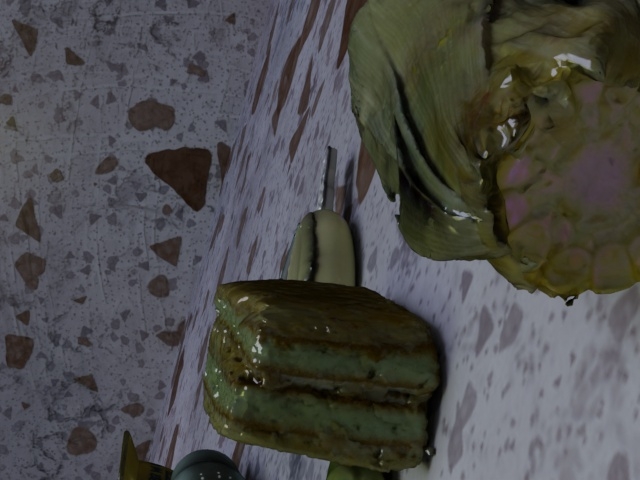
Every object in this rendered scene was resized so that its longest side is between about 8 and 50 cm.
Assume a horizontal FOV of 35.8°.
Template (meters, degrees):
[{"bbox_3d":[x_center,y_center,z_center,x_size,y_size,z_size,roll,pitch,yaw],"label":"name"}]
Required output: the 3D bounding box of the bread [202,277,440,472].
[{"bbox_3d":[-0.005,0.085,0.679,0.196,0.138,0.102,-157,71,-79],"label":"bread"}]

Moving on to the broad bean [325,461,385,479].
[{"bbox_3d":[0.021,0.170,0.678,0.083,0.045,0.063,157,115,-86],"label":"broad bean"}]

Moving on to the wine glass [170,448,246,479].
[{"bbox_3d":[-0.123,0.294,1.097,0.231,0.103,0.103,161,123,-82],"label":"wine glass"}]

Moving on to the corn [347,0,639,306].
[{"bbox_3d":[0.080,-0.071,0.469,0.305,0.123,0.122,-106,7,-69],"label":"corn"}]

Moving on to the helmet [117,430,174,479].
[{"bbox_3d":[-0.199,0.379,1.263,0.205,0.140,0.257,-111,31,-70],"label":"helmet"}]

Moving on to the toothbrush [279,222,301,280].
[{"bbox_3d":[-0.048,0.053,1.267,0.014,0.011,0.167,-90,17,-71],"label":"toothbrush"}]

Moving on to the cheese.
[{"bbox_3d":[0.000,0.000,0.984,0.127,0.054,0.251,115,166,-47],"label":"cheese"}]
